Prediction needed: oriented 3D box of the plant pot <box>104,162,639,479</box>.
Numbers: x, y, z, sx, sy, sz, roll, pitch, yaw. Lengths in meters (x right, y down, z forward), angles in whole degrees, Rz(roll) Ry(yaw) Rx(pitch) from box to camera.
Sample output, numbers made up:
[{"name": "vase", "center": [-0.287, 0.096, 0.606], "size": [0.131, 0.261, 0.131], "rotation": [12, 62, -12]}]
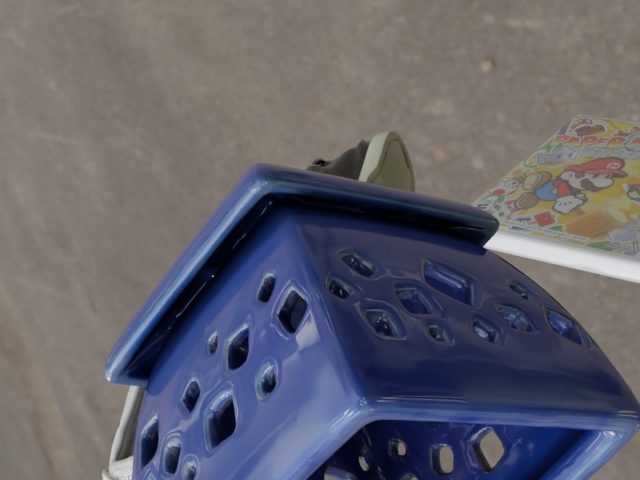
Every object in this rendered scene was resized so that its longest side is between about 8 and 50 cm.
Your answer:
[{"name": "plant pot", "center": [0.014, 0.090, 0.929], "size": [0.236, 0.236, 0.212], "rotation": [-51, 47, 33]}]

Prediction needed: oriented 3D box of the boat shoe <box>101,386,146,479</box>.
[{"name": "boat shoe", "center": [-0.111, 0.177, 1.015], "size": [0.096, 0.098, 0.277], "rotation": [62, -160, -48]}]

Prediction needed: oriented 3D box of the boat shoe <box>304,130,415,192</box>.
[{"name": "boat shoe", "center": [-0.001, -0.004, 1.465], "size": [0.113, 0.340, 0.127], "rotation": [-10, 120, 24]}]

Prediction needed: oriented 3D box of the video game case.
[{"name": "video game case", "center": [0.264, -0.043, 1.320], "size": [0.227, 0.206, 0.026], "rotation": [13, 132, 45]}]
